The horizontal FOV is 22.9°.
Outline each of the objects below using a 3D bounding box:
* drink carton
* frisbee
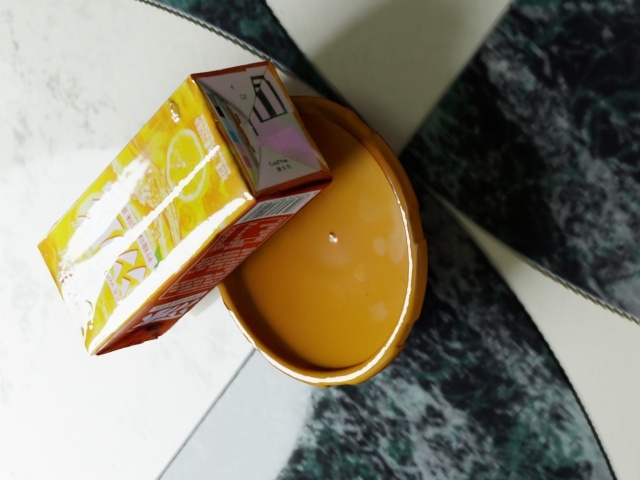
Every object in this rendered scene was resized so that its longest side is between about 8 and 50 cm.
[{"bbox_3d":[-0.096,-0.018,1.046,0.223,0.071,0.096,-42,70,43],"label":"drink carton"},{"bbox_3d":[0.000,0.000,1.032,0.192,0.035,0.192,13,109,42],"label":"frisbee"}]
